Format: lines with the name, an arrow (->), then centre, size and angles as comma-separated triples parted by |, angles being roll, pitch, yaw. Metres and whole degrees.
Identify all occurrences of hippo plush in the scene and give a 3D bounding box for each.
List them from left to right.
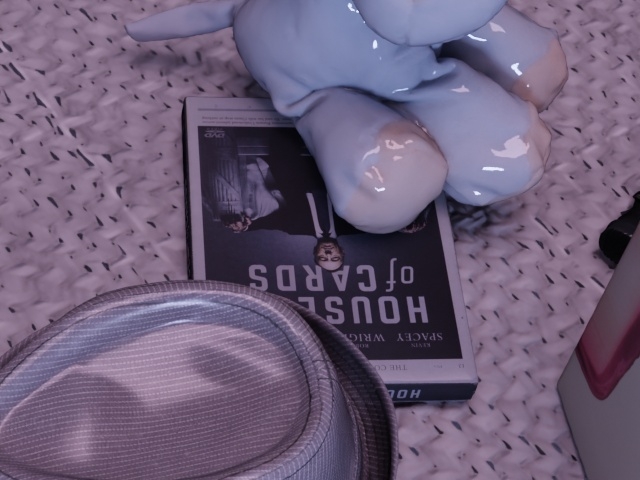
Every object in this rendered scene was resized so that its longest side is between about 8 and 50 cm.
hippo plush -> 0.052, -0.182, 0.898 | 0.234, 0.236, 0.294 | -31, 61, -29

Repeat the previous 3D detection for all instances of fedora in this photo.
fedora -> -0.094, 0.110, 0.739 | 0.275, 0.124, 0.244 | -7, 58, 0

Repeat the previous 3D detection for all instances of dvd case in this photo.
dvd case -> 0.000, 0.000, 0.918 | 0.179, 0.029, 0.239 | 0, 52, -9

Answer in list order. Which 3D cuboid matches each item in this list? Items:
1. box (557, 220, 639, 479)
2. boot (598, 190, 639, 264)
box -> 0.248, 0.067, 0.787 | 0.148, 0.232, 0.127 | -6, 56, -13
boot -> 0.262, -0.001, 0.956 | 0.121, 0.045, 0.099 | 37, 55, 18
